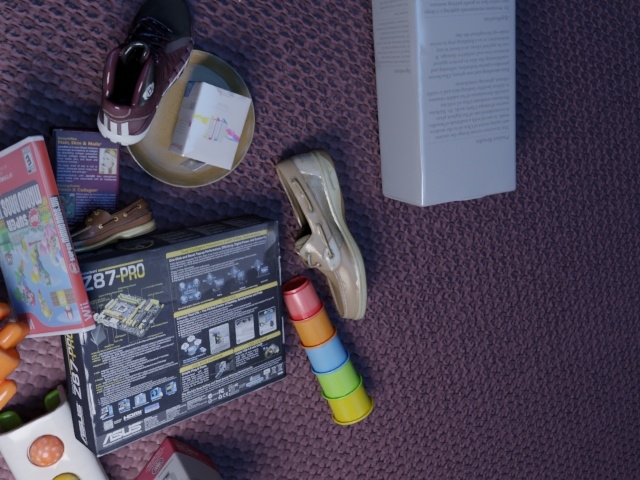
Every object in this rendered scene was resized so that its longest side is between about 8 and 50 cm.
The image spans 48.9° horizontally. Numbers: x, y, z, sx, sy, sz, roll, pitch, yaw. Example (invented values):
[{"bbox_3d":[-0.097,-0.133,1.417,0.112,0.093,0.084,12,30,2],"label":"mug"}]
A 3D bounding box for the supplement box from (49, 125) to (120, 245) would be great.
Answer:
[{"bbox_3d":[-0.388,-0.089,1.153,0.104,0.081,0.188,-1,103,-26],"label":"supplement box"}]

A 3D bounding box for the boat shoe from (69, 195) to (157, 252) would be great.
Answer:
[{"bbox_3d":[-0.349,-0.023,1.109,0.178,0.064,0.060,-20,106,-28],"label":"boat shoe"}]

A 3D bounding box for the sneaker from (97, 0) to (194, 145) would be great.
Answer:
[{"bbox_3d":[-0.261,-0.293,1.082,0.106,0.162,0.281,17,72,-9],"label":"sneaker"}]

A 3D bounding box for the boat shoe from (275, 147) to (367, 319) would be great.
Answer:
[{"bbox_3d":[0.000,0.000,1.348,0.110,0.121,0.341,-19,99,-16],"label":"boat shoe"}]

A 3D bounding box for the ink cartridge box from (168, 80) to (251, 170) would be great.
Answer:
[{"bbox_3d":[-0.190,-0.186,1.185,0.090,0.092,0.143,14,97,-28],"label":"ink cartridge box"}]

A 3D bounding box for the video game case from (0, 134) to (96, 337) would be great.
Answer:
[{"bbox_3d":[-0.434,0.004,1.057,0.025,0.204,0.285,-19,96,-48],"label":"video game case"}]

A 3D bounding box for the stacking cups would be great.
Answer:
[{"bbox_3d":[0.016,0.216,1.414,0.096,0.096,0.316,-28,111,-18],"label":"stacking cups"}]

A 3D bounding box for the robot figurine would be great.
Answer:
[{"bbox_3d":[-0.540,0.185,1.039,0.219,0.128,0.158,-45,131,-11],"label":"robot figurine"}]

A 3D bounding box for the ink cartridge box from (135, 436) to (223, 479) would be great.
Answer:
[{"bbox_3d":[-0.253,0.513,1.243,0.117,0.283,0.207,39,83,-27],"label":"ink cartridge box"}]

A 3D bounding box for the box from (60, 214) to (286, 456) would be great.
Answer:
[{"bbox_3d":[-0.240,0.146,1.214,0.395,0.097,0.318,-16,111,-40],"label":"box"}]

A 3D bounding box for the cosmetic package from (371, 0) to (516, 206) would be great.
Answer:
[{"bbox_3d":[0.240,-0.311,1.358,0.230,0.161,0.453,-11,106,-23],"label":"cosmetic package"}]

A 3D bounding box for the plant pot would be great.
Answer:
[{"bbox_3d":[-0.231,-0.211,1.229,0.236,0.032,0.236,-6,103,-24],"label":"plant pot"}]

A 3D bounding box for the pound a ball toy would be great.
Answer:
[{"bbox_3d":[-0.417,0.368,1.216,0.208,0.136,0.319,-24,111,-19],"label":"pound a ball toy"}]
